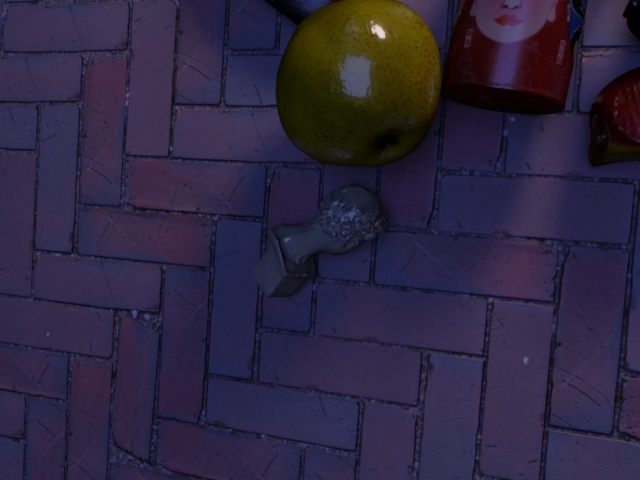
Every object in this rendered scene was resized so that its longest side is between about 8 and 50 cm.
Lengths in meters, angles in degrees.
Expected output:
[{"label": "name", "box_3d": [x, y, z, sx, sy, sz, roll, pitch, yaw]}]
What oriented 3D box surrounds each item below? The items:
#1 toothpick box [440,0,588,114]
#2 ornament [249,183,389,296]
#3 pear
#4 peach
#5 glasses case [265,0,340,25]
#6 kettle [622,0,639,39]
[{"label": "toothpick box", "box_3d": [0.324, -0.387, 0.967, 0.204, 0.204, 0.333, 11, 95, 16]}, {"label": "ornament", "box_3d": [-0.012, -0.003, 1.116, 0.285, 0.130, 0.120, -32, 70, 15]}, {"label": "pear", "box_3d": [0.063, -0.257, 1.006, 0.295, 0.294, 0.294, 1, 92, 16]}, {"label": "peach", "box_3d": [0.564, -0.205, 0.928, 0.268, 0.154, 0.158, -1, 90, 17]}, {"label": "glasses case", "box_3d": [-0.088, -0.520, 1.143, 0.321, 0.082, 0.122, 41, 101, 12]}, {"label": "kettle", "box_3d": [0.596, -0.453, 0.905, 0.262, 0.203, 0.307, 25, 96, 40]}]
